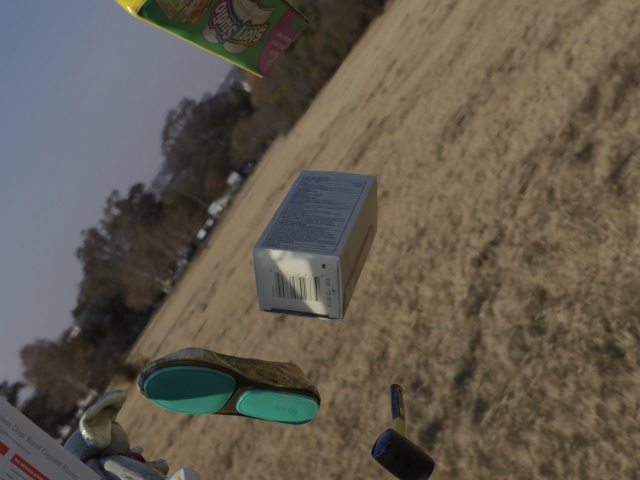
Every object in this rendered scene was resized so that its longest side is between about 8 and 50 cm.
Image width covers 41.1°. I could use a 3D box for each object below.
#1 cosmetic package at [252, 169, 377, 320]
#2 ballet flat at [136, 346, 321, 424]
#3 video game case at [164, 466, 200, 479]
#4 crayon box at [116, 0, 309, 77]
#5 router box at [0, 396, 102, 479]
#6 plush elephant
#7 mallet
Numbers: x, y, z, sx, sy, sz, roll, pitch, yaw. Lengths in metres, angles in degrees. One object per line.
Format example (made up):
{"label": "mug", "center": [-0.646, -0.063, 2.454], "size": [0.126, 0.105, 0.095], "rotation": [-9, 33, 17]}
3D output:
{"label": "cosmetic package", "center": [0.000, 0.000, 1.488], "size": [0.296, 0.153, 0.129], "rotation": [-62, -27, -55]}
{"label": "ballet flat", "center": [-0.156, 0.233, 1.430], "size": [0.123, 0.349, 0.123], "rotation": [-28, 54, 46]}
{"label": "video game case", "center": [-0.178, 0.348, 0.761], "size": [0.206, 0.026, 0.227], "rotation": [-38, 38, 18]}
{"label": "crayon box", "center": [-0.195, -0.335, 0.910], "size": [0.106, 0.313, 0.363], "rotation": [-49, -9, 11]}
{"label": "router box", "center": [-0.506, 0.330, 1.093], "size": [0.082, 0.335, 0.301], "rotation": [-12, 36, 54]}
{"label": "plush elephant", "center": [-0.356, 0.420, 1.457], "size": [0.271, 0.330, 0.255], "rotation": [-52, 20, 25]}
{"label": "mallet", "center": [0.080, 0.200, 0.946], "size": [0.039, 0.062, 0.189], "rotation": [-51, 14, 13]}
